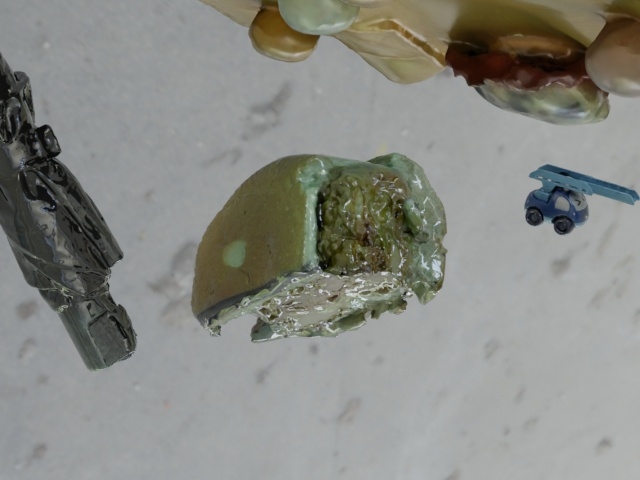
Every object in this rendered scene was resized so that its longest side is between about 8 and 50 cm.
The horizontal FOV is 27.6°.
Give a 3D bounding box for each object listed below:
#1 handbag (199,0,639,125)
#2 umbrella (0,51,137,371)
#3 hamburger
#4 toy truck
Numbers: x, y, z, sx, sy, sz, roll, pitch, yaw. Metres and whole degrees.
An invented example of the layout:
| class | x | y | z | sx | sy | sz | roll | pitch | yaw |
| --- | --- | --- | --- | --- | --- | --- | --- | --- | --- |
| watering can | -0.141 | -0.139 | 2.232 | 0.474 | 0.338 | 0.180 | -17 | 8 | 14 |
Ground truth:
| class | x | y | z | sx | sy | sz | roll | pitch | yaw |
| --- | --- | --- | --- | --- | --- | --- | --- | --- | --- |
| handbag | 0.080 | -0.121 | 0.572 | 0.283 | 0.401 | 0.133 | 17 | 90 | -64 |
| umbrella | -0.171 | -0.028 | 0.773 | 0.059 | 0.066 | 0.236 | -34 | 110 | -27 |
| hamburger | 0.000 | 0.000 | 1.383 | 0.167 | 0.192 | 0.288 | 27 | 147 | -33 |
| toy truck | 0.322 | -0.043 | 1.622 | 0.063 | 0.136 | 0.074 | -32 | 136 | -57 |
